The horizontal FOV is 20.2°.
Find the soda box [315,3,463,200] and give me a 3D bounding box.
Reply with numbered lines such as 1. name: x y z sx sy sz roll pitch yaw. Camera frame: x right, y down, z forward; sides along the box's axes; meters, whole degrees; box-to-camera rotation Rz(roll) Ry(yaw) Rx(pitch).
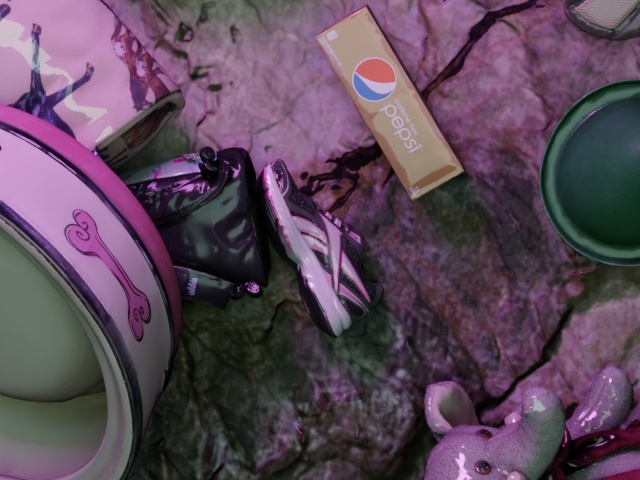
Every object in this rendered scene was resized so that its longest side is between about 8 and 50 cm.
1. soda box: 0.066 -0.130 1.693 0.058 0.061 0.181 -31 97 8

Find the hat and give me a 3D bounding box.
1. hat: 0.299 -0.060 1.627 0.173 0.183 0.208 33 100 -2

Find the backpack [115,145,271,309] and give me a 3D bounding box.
1. backpack: -0.145 -0.008 1.700 0.182 0.115 0.152 -9 97 8

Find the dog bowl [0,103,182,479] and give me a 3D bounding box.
1. dog bowl: -0.305 0.051 1.625 0.408 0.150 0.408 18 133 20

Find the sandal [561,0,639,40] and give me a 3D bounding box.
1. sandal: 0.317 -0.307 1.623 0.120 0.086 0.303 30 78 0

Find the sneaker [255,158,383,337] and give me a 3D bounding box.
1. sneaker: 0.000 0.000 1.728 0.077 0.072 0.178 -27 96 -15

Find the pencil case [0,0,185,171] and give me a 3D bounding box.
1. pencil case: -0.319 -0.221 1.651 0.183 0.160 0.410 -42 96 -16

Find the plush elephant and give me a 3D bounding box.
1. plush elephant: 0.211 0.222 1.641 0.255 0.272 0.330 25 127 -26
